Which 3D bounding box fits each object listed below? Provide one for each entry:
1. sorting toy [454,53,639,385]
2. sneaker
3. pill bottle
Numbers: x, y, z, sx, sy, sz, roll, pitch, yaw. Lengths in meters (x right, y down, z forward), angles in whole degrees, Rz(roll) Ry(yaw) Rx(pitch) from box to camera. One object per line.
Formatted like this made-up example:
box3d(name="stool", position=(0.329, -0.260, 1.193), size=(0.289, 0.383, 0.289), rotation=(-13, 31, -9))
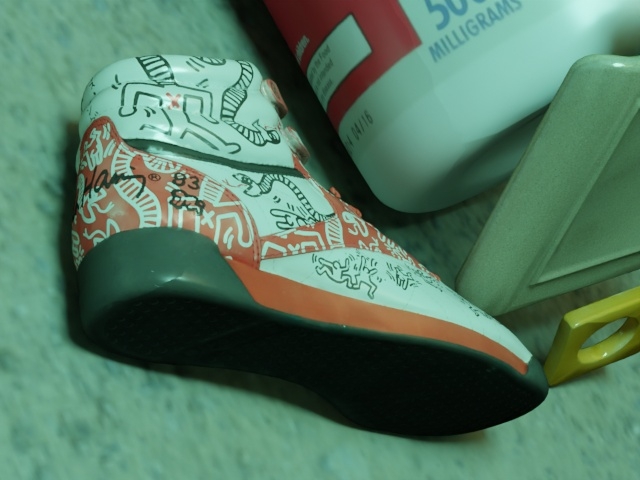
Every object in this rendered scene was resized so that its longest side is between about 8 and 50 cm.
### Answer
box3d(name="sorting toy", position=(0.169, -0.047, 0.950), size=(0.196, 0.348, 0.047), rotation=(-11, 55, -30))
box3d(name="sneaker", position=(0.000, -0.001, 0.905), size=(0.270, 0.090, 0.145), rotation=(18, 51, -37))
box3d(name="pill bottle", position=(0.037, -0.239, 1.026), size=(0.229, 0.229, 0.408), rotation=(-17, 75, -54))
